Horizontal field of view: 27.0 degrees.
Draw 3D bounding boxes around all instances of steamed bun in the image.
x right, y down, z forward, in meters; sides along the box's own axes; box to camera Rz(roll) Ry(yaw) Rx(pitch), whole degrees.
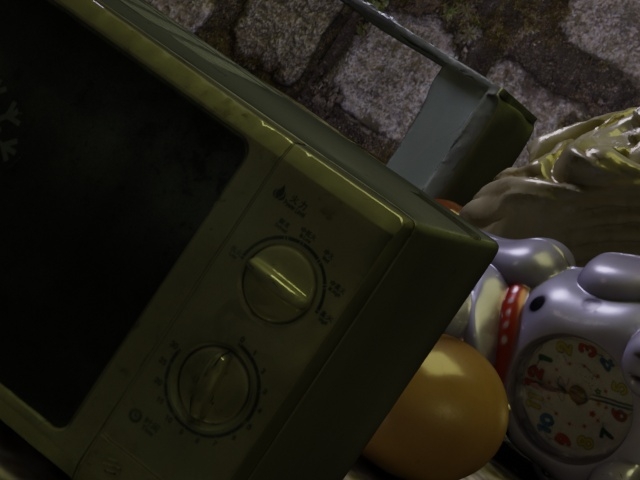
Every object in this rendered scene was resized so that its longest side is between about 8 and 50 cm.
[{"bbox_3d":[0.259,0.012,1.116,0.276,0.289,0.203,41,19,-14],"label":"steamed bun"}]

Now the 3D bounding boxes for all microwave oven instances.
[{"bbox_3d":[-0.078,-0.012,0.512,0.240,0.145,0.194,35,5,16],"label":"microwave oven"}]

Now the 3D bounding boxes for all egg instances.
[{"bbox_3d":[0.051,0.085,0.692,0.096,0.080,0.080,30,7,-47],"label":"egg"}]

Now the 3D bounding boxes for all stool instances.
[{"bbox_3d":[0.085,-0.129,1.661,0.269,0.244,0.170,37,7,23],"label":"stool"}]

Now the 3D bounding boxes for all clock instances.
[{"bbox_3d":[0.141,0.070,0.931,0.254,0.189,0.189,22,2,25],"label":"clock"}]

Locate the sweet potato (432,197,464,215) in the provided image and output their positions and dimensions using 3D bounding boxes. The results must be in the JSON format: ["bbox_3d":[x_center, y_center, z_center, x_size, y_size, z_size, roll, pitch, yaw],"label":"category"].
[{"bbox_3d":[0.217,0.059,1.570,0.385,0.109,0.109,36,4,-36],"label":"sweet potato"}]
